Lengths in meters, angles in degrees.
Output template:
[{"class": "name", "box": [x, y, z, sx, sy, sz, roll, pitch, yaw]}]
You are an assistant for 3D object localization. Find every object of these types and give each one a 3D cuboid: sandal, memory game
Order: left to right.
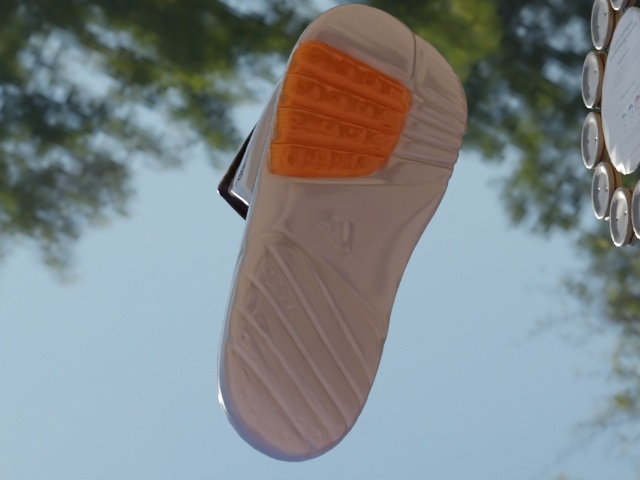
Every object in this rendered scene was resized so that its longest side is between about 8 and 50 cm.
[{"class": "sandal", "box": [-0.009, -0.005, 0.916, 0.102, 0.076, 0.265, 36, -129, -18]}, {"class": "memory game", "box": [0.187, -0.087, 1.136, 0.012, 0.186, 0.186, 1, -152, -10]}]
